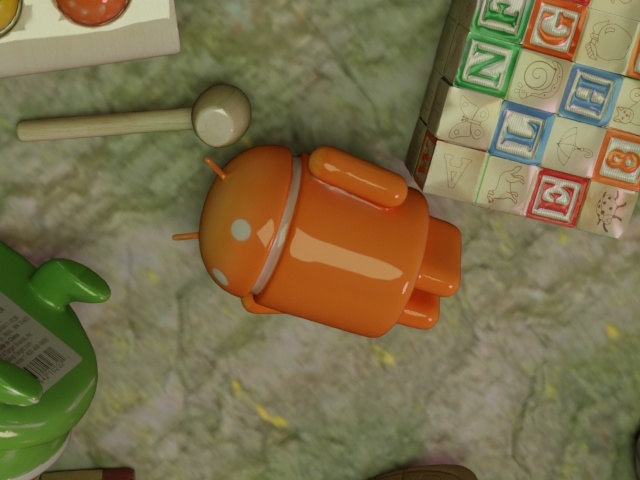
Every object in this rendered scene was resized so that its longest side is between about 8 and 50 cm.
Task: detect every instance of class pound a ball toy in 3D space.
[{"bbox_3d":[-0.217,-0.148,1.222,0.319,0.136,0.208,-7,107,-4],"label":"pound a ball toy"}]

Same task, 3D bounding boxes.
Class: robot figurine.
[{"bbox_3d":[-0.001,0.002,1.295,0.219,0.158,0.128,18,83,-12],"label":"robot figurine"}]

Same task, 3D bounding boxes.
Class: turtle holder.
[{"bbox_3d":[-0.338,0.089,1.228,0.320,0.243,0.227,22,120,-21],"label":"turtle holder"}]

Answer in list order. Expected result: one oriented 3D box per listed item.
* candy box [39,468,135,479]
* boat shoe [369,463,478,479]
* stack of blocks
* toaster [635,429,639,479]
[{"bbox_3d":[-0.184,0.368,1.355,0.087,0.183,0.316,-3,107,-6],"label":"candy box"},{"bbox_3d":[0.019,0.284,1.400,0.285,0.103,0.092,-29,113,7],"label":"boat shoe"},{"bbox_3d":[0.192,-0.167,1.285,0.171,0.087,0.297,14,105,-10],"label":"stack of blocks"},{"bbox_3d":[0.349,0.234,1.393,0.129,0.146,0.227,-16,108,-2],"label":"toaster"}]
